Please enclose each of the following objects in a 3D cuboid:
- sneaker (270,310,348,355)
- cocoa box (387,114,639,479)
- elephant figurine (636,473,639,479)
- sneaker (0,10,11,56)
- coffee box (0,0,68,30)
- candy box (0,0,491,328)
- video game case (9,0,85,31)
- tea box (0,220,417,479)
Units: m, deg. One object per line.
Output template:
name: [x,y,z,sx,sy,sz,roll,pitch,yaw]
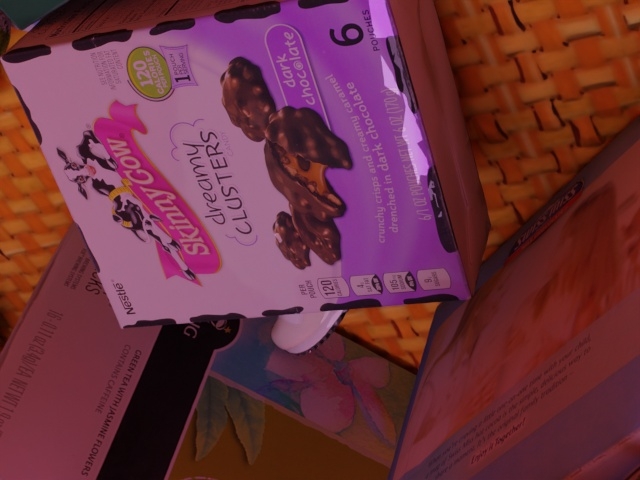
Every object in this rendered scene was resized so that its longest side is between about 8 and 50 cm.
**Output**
sneaker: [0.000,0.000,0.704,0.075,0.057,0.161,36,133,-3]
cocoa box: [0.210,0.078,0.576,0.228,0.231,0.347,31,135,-10]
elephant figurine: [0.135,0.168,0.426,0.239,0.186,0.169,-10,167,0]
sneaker: [-0.253,-0.087,0.689,0.126,0.091,0.240,42,135,2]
coffee box: [-0.104,-0.177,0.528,0.184,0.040,0.113,-23,123,34]
candy box: [-0.032,-0.046,0.598,0.196,0.070,0.165,-6,121,22]
video game case: [-0.056,-0.156,0.582,0.201,0.023,0.183,14,137,3]
tea box: [-0.102,0.210,0.823,0.323,0.220,0.329,27,136,-10]
